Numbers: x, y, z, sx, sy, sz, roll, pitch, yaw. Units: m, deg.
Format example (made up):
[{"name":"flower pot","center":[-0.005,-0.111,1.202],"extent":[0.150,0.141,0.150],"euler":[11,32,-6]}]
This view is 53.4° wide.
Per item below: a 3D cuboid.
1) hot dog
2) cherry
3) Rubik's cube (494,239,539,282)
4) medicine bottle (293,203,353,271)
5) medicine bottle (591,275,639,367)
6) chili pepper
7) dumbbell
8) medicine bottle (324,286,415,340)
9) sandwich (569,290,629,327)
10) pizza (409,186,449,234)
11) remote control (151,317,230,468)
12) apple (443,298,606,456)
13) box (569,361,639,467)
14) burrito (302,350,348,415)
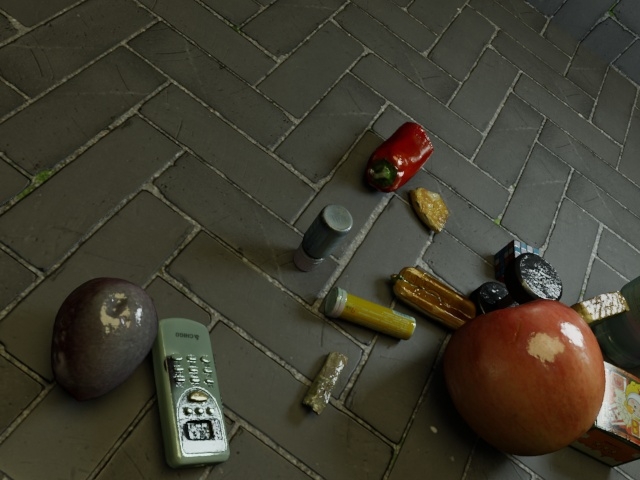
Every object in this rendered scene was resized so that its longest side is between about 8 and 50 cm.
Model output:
[{"name":"hot dog","center":[0.287,0.150,1.652],"extent":[0.250,0.076,0.104],"euler":[27,70,-4]},{"name":"cherry","center":[-0.402,0.170,1.191],"extent":[0.183,0.213,0.266],"euler":[17,62,-6]},{"name":"Rubik's cube","center":[0.566,0.069,1.831],"extent":[0.092,0.092,0.092],"euler":[20,52,-15]},{"name":"medicine bottle","center":[0.000,0.000,1.515],"extent":[0.083,0.203,0.084],"euler":[15,52,-20]},{"name":"medicine bottle","center":[0.945,0.217,1.800],"extent":[0.244,0.290,0.245],"euler":[12,55,-18]},{"name":"chili pepper","center":[0.195,-0.205,1.799],"extent":[0.135,0.131,0.338],"euler":[57,44,-16]},{"name":"dumbbell","center":[0.506,0.146,1.666],"extent":[0.152,0.218,0.153],"euler":[14,53,-19]},{"name":"medicine bottle","center":[0.122,0.181,1.544],"extent":[0.218,0.074,0.074],"euler":[21,52,-15]},{"name":"sandwich","center":[0.694,0.216,1.718],"extent":[0.186,0.215,0.065],"euler":[-9,65,-31]},{"name":"pizza","center":[0.318,-0.090,1.847],"extent":[0.099,0.036,0.160],"euler":[-15,68,-33]},{"name":"remote control","center":[-0.258,0.294,1.262],"extent":[0.140,0.056,0.297],"euler":[19,48,-48]},{"name":"apple","center":[0.467,0.312,1.455],"extent":[0.363,0.364,0.364],"euler":[13,54,-19]},{"name":"box","center":[0.729,0.441,1.630],"extent":[0.177,0.148,0.195],"euler":[29,51,-9]},{"name":"burrito","center":[0.012,0.314,1.418],"extent":[0.051,0.042,0.171],"euler":[28,48,6]}]
